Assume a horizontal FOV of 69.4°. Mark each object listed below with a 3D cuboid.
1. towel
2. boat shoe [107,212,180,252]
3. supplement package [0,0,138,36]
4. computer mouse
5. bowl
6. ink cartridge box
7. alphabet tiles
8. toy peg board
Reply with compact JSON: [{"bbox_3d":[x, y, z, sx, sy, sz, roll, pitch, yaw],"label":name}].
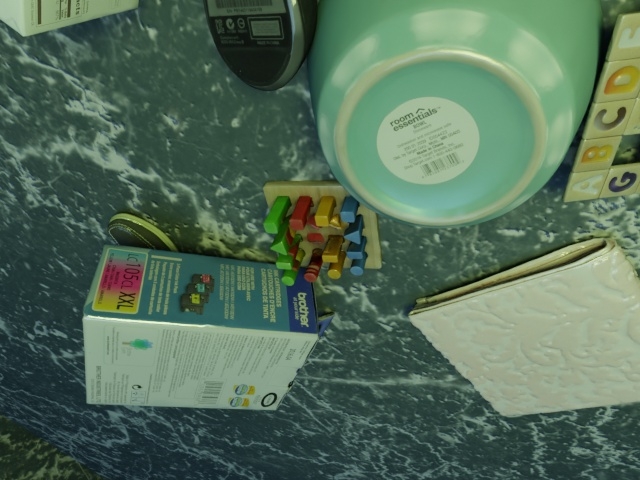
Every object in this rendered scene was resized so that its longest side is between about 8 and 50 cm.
[{"bbox_3d":[0.359,0.162,0.735,0.317,0.053,0.332,-25,120,36],"label":"towel"},{"bbox_3d":[-0.291,0.047,0.824,0.080,0.073,0.223,-19,126,28],"label":"boat shoe"},{"bbox_3d":[-0.252,-0.348,0.362,0.204,0.145,0.261,37,133,2],"label":"supplement package"},{"bbox_3d":[-0.053,-0.283,0.434,0.189,0.072,0.272,17,130,25],"label":"computer mouse"},{"bbox_3d":[0.120,-0.131,0.459,0.312,0.163,0.311,9,134,9],"label":"bowl"},{"bbox_3d":[-0.172,0.165,0.786,0.396,0.151,0.269,10,134,-17],"label":"ink cartridge box"},{"bbox_3d":[0.356,-0.142,0.436,0.199,0.009,0.237,-7,132,1],"label":"alphabet tiles"},{"bbox_3d":[0.000,0.000,0.681,0.161,0.079,0.161,2,133,17],"label":"toy peg board"}]
